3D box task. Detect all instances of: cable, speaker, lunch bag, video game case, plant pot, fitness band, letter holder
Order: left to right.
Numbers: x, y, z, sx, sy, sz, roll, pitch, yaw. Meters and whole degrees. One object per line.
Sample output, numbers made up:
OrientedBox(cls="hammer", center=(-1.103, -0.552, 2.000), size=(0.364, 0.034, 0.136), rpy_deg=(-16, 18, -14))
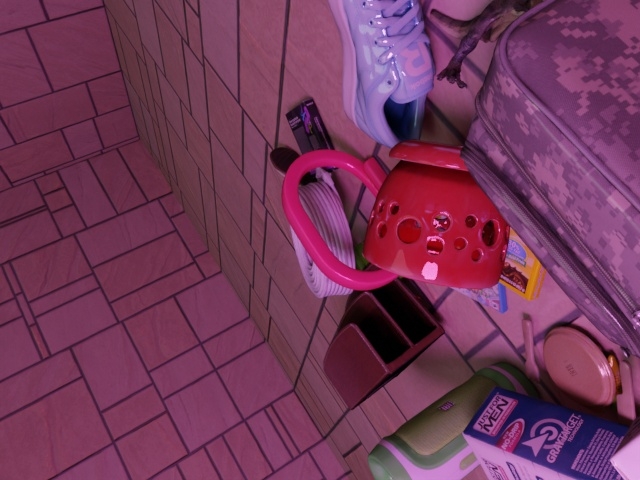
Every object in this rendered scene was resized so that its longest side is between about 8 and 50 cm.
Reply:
OrientedBox(cls="cable", center=(0.000, 0.000, 1.151), size=(0.257, 0.089, 0.257), rpy_deg=(94, 158, -50))
OrientedBox(cls="fitness band", center=(0.052, -0.046, 0.972), size=(0.290, 0.209, 0.054), rpy_deg=(57, 159, 14))
OrientedBox(cls="letter holder", center=(0.093, 0.204, 1.134), size=(0.214, 0.152, 0.301), rpy_deg=(51, 153, 18))
OrientedBox(cls="plant pot", center=(0.164, -0.043, 0.718), size=(0.191, 0.191, 0.174), rpy_deg=(25, 108, 58))
OrientedBox(cls="speaker", center=(0.229, 0.327, 0.888), size=(0.131, 0.297, 0.131), rpy_deg=(48, 154, 33))
OrientedBox(cls="video game case", center=(0.247, 0.044, 0.902), size=(0.166, 0.015, 0.119), rpy_deg=(30, 142, 55))
OrientedBox(cls="lunch bag", center=(0.281, -0.047, 0.475), size=(0.305, 0.213, 0.256), rpy_deg=(56, 174, 18))

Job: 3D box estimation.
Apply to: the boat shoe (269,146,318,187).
OrientedBox(cls="boat shoe", center=(-0.061, -0.159, 1.304), size=(0.190, 0.068, 0.072), rpy_deg=(48, 166, 34))

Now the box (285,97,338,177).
OrientedBox(cls="box", center=(-0.017, -0.225, 1.170), size=(0.162, 0.029, 0.116), rpy_deg=(65, 158, -10))

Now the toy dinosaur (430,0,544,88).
OrientedBox(cls="toy dinosaur", center=(0.196, -0.233, 0.597), size=(0.268, 0.064, 0.118), rpy_deg=(22, 95, 65))

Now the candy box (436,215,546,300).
OrientedBox(cls="candy box", center=(0.251, -0.005, 0.795), size=(0.206, 0.027, 0.105), rpy_deg=(39, 135, 46))

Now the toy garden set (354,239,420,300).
OrientedBox(cls="toy garden set", center=(0.142, 0.092, 1.156), size=(0.203, 0.049, 0.244), rpy_deg=(56, 153, 5))

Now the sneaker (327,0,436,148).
OrientedBox(cls="sneaker", center=(0.106, -0.272, 0.709), size=(0.150, 0.135, 0.365), rpy_deg=(47, 165, 32))

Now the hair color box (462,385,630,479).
OrientedBox(cls="hair color box", center=(0.381, 0.326, 0.691), size=(0.347, 0.105, 0.173), rpy_deg=(3, 130, 53))

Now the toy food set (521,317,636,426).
OrientedBox(cls="toy food set", center=(0.376, 0.183, 0.756), size=(0.192, 0.039, 0.132), rpy_deg=(27, 133, 64))

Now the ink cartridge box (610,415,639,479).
OrientedBox(cls="ink cartridge box", center=(0.354, 0.160, 0.450), size=(0.219, 0.160, 0.092), rpy_deg=(16, -151, -54))
